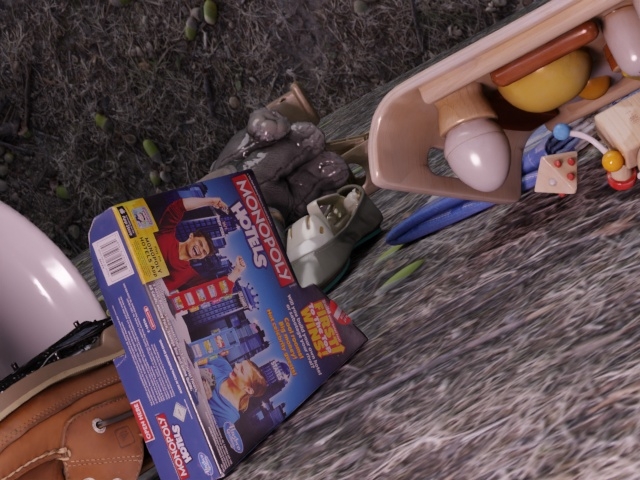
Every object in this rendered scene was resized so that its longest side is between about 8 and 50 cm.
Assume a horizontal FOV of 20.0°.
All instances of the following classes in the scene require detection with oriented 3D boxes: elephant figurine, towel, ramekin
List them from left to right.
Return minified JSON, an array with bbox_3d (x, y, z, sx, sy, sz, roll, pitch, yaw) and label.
[{"bbox_3d":[-0.319,0.096,1.644,0.135,0.277,0.277,-37,4,21],"label":"ramekin"},{"bbox_3d":[-0.086,-0.022,2.002,0.239,0.169,0.186,-56,-9,-36],"label":"elephant figurine"},{"bbox_3d":[0.198,-0.094,1.686,0.209,0.034,0.285,-27,9,43],"label":"towel"}]

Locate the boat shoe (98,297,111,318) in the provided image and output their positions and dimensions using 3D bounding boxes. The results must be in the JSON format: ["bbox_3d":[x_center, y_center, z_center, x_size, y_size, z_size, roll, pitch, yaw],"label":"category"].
[{"bbox_3d":[-0.216,0.094,2.001,0.227,0.081,0.069,-36,7,29],"label":"boat shoe"}]

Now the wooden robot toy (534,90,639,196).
[{"bbox_3d":[0.236,-0.062,1.247,0.173,0.076,0.079,-29,44,-5],"label":"wooden robot toy"}]

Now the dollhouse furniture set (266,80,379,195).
[{"bbox_3d":[0.022,-0.137,2.234,0.101,0.161,0.182,-31,8,8],"label":"dollhouse furniture set"}]

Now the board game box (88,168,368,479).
[{"bbox_3d":[-0.061,0.055,1.277,0.060,0.194,0.194,-25,-5,39],"label":"board game box"}]

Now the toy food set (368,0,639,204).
[{"bbox_3d":[0.211,-0.107,1.367,0.306,0.092,0.219,-26,-18,32],"label":"toy food set"}]

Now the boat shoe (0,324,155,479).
[{"bbox_3d":[-0.166,0.143,1.232,0.307,0.104,0.111,-36,-10,-46],"label":"boat shoe"}]

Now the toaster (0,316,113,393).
[{"bbox_3d":[-0.194,0.136,1.440,0.168,0.110,0.185,-35,7,-25],"label":"toaster"}]

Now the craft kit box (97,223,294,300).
[{"bbox_3d":[-0.159,0.025,2.335,0.250,0.061,0.246,-26,11,40],"label":"craft kit box"}]

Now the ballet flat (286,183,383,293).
[{"bbox_3d":[0.000,0.000,1.737,0.072,0.068,0.213,-28,8,26],"label":"ballet flat"}]
